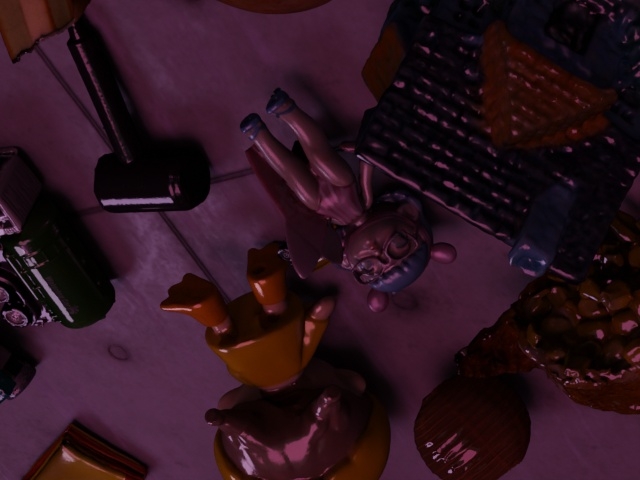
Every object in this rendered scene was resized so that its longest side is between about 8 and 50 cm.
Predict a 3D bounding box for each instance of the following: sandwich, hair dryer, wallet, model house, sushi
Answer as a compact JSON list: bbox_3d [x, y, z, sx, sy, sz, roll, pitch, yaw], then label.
[{"bbox_3d":[-0.294,-0.293,1.369,0.117,0.144,0.187,-25,119,38],"label":"sandwich"},{"bbox_3d":[-0.207,-0.139,1.557,0.114,0.070,0.248,-1,124,28],"label":"hair dryer"},{"bbox_3d":[-0.359,0.366,2.131,0.141,0.067,0.241,32,138,-10],"label":"wallet"},{"bbox_3d":[0.155,-0.112,1.268,0.261,0.241,0.226,29,141,-3],"label":"model house"},{"bbox_3d":[0.297,0.080,1.465,0.296,0.166,0.179,1,154,36],"label":"sushi"}]

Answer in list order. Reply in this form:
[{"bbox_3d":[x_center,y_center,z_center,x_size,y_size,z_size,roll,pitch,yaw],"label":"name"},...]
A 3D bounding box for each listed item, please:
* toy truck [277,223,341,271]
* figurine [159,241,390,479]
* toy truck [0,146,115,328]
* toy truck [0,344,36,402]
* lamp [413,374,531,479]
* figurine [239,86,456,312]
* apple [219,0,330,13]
[{"bbox_3d":[0.000,0.000,1.596,0.054,0.049,0.083,41,137,-18],"label":"toy truck"},{"bbox_3d":[-0.051,0.177,1.717,0.215,0.187,0.343,-13,120,20],"label":"figurine"},{"bbox_3d":[-0.347,0.009,1.737,0.125,0.101,0.242,-9,131,27],"label":"toy truck"},{"bbox_3d":[-0.544,0.215,1.987,0.176,0.178,0.363,41,139,-18],"label":"toy truck"},{"bbox_3d":[0.173,0.216,1.671,0.136,0.136,0.136,14,137,13],"label":"lamp"},{"bbox_3d":[0.037,-0.061,1.498,0.205,0.103,0.260,-41,110,8],"label":"figurine"},{"bbox_3d":[-0.047,-0.286,1.225,0.174,0.188,0.188,11,137,23],"label":"apple"}]
